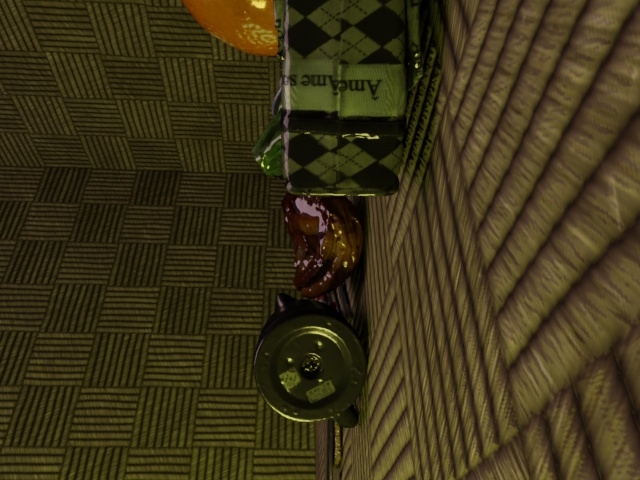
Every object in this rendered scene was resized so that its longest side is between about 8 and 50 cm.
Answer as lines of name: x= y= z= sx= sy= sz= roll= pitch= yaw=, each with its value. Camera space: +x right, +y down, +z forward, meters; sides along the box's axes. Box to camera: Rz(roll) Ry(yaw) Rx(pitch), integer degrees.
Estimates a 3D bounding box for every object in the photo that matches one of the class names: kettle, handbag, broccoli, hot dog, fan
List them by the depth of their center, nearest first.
handbag: x=0.051 y=-0.290 z=0.705 sx=0.317 sy=0.180 sz=0.416 roll=-61 pitch=-26 yaw=-69
kettle: x=-0.009 y=0.273 z=1.212 sx=0.321 sy=0.228 sz=0.324 roll=56 pitch=178 yaw=-7
hot dog: x=0.000 y=0.000 z=1.288 sx=0.387 sy=0.174 sz=0.267 roll=114 pitch=144 yaw=-84
broccoli: x=-0.029 y=-0.244 z=1.350 sx=0.308 sy=0.275 sz=0.308 roll=57 pitch=-170 yaw=-15
fan: x=0.067 y=0.171 z=1.465 sx=0.282 sy=0.023 sz=0.057 roll=-95 pitch=9 yaw=-77

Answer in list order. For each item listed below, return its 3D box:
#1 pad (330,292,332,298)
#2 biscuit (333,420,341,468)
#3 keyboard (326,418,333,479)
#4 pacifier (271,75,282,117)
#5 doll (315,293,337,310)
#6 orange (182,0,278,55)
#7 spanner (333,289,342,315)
pad: x=0.043 y=0.042 z=2.091 sx=0.247 sy=0.007 sz=0.368 roll=-101 pitch=13 yaw=-78
biscuit: x=0.044 y=0.610 z=1.606 sx=0.231 sy=0.025 sz=0.131 roll=97 pitch=174 yaw=-61
keyboard: x=0.021 y=0.640 z=1.542 sx=0.103 sy=0.041 sz=0.382 roll=112 pitch=166 yaw=-82
pacifier: x=0.007 y=-0.414 z=1.523 sx=0.226 sy=0.287 sz=0.238 roll=50 pitch=146 yaw=9
doll: x=0.021 y=0.225 z=1.545 sx=0.384 sy=0.099 sz=0.188 roll=-91 pitch=-17 yaw=-66
orange: x=-0.071 y=-0.531 z=0.918 sx=0.326 sy=0.423 sz=0.424 roll=-127 pitch=32 yaw=-47
spanner: x=0.047 y=0.174 z=1.483 sx=0.254 sy=0.015 sz=0.054 roll=-103 pitch=-3 yaw=-62
